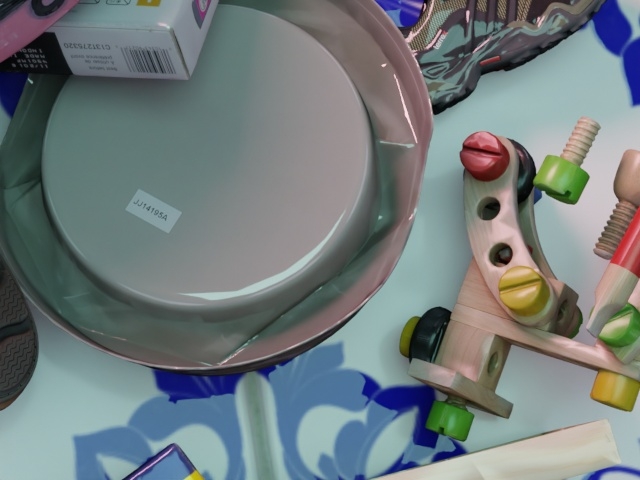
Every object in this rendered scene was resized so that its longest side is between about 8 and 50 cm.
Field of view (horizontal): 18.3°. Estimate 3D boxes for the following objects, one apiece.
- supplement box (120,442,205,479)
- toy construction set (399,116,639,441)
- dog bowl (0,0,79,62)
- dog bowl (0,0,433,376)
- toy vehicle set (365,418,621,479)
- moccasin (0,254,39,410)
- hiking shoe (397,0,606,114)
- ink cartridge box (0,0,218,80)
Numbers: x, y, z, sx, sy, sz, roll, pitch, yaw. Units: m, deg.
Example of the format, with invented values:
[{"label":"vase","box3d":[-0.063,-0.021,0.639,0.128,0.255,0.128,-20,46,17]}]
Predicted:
[{"label":"supplement box","box3d":[-0.087,0.351,1.450,0.194,0.195,0.356,-35,87,-12]},{"label":"toy construction set","box3d":[0.182,0.057,1.498,0.257,0.309,0.237,28,83,5]},{"label":"dog bowl","box3d":[-0.291,-0.265,1.438,0.408,0.408,0.150,-46,131,-12]},{"label":"dog bowl","box3d":[-0.085,-0.055,1.524,0.348,0.102,0.349,-1,70,3]},{"label":"toy vehicle set","box3d":[0.078,0.190,1.515,0.266,0.166,0.035,-14,83,-10]},{"label":"moccasin","box3d":[-0.371,0.001,1.419,0.380,0.147,0.139,31,54,-10]},{"label":"hiking shoe","box3d":[0.136,-0.192,1.624,0.227,0.086,0.114,-30,90,-11]},{"label":"ink cartridge box","box3d":[-0.140,-0.279,1.537,0.175,0.069,0.371,4,55,17]}]
